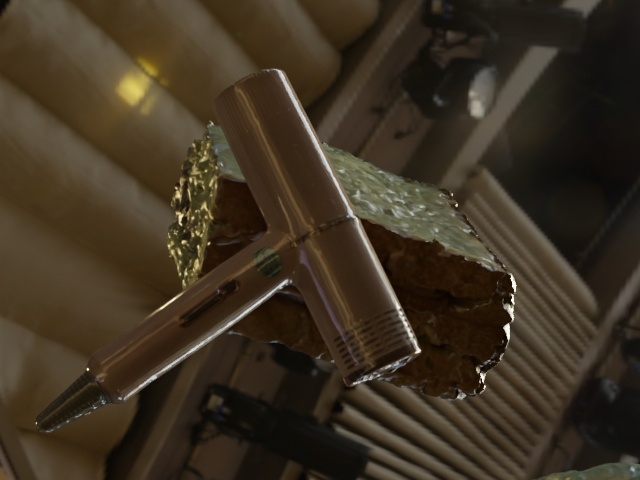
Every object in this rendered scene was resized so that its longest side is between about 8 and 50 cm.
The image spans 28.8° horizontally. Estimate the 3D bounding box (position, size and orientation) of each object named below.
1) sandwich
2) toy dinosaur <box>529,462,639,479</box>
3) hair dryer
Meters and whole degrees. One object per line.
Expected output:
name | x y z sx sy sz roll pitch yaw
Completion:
sandwich | 0.001 0.000 1.081 0.262 0.325 0.131 17 -75 -14
toy dinosaur | 0.153 0.160 0.698 0.383 0.129 0.076 41 -130 -79
hair dryer | -0.079 0.023 0.733 0.220 0.053 0.195 -23 -101 -11
